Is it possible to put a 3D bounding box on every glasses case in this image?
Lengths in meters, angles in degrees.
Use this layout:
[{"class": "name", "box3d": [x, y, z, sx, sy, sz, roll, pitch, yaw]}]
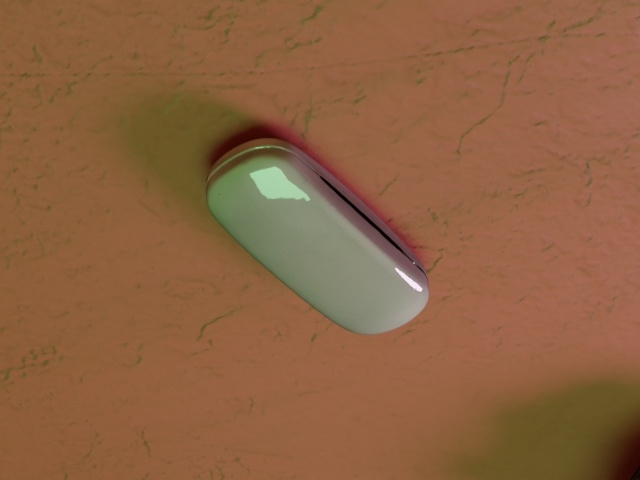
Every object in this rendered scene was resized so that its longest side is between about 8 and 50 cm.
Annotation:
[{"class": "glasses case", "box3d": [0.000, 0.000, 1.315, 0.081, 0.051, 0.204, -29, 129, 24]}]

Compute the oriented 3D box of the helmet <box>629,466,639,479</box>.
[{"class": "helmet", "box3d": [0.314, 0.233, 1.522, 0.153, 0.107, 0.177, 11, 113, -9]}]
